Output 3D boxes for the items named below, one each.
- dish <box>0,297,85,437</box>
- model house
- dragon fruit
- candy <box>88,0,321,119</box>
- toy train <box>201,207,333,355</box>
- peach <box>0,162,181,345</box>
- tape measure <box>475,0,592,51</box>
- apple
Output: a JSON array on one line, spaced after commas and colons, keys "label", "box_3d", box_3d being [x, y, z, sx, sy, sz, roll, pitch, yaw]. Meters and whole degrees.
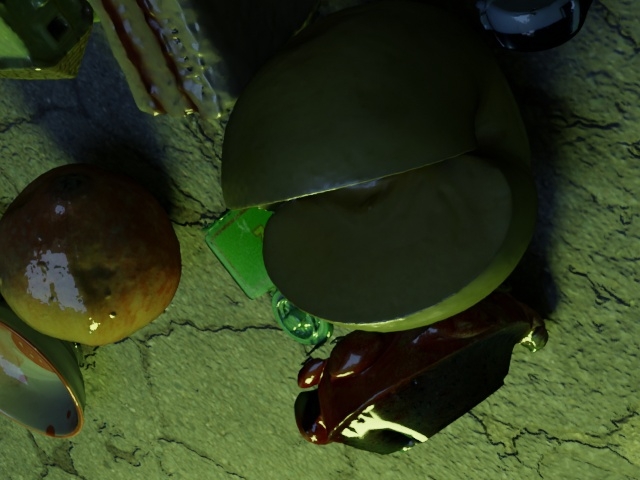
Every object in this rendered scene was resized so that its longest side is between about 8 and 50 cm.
[{"label": "dish", "box_3d": [-0.412, 0.155, 2.298, 0.260, 0.085, 0.260, 26, 146, 19]}, {"label": "model house", "box_3d": [-0.284, -0.268, 1.668, 0.195, 0.214, 0.189, 1, 138, 39]}, {"label": "dragon fruit", "box_3d": [0.098, 0.125, 1.672, 0.130, 0.268, 0.295, 56, 171, 6]}, {"label": "candy", "box_3d": [-0.132, -0.288, 1.517, 0.135, 0.179, 0.320, 7, 131, 40]}, {"label": "toy train", "box_3d": [0.000, 0.000, 1.742, 0.188, 0.132, 0.243, 52, 143, -1]}, {"label": "peach", "box_3d": [-0.273, 0.010, 1.920, 0.233, 0.232, 0.232, 24, 140, 22]}, {"label": "tape measure", "box_3d": [0.184, -0.199, 1.395, 0.091, 0.094, 0.054, 12, 136, 35]}, {"label": "apple", "box_3d": [0.052, -0.064, 1.482, 0.254, 0.292, 0.292, -13, 120, 30]}]
